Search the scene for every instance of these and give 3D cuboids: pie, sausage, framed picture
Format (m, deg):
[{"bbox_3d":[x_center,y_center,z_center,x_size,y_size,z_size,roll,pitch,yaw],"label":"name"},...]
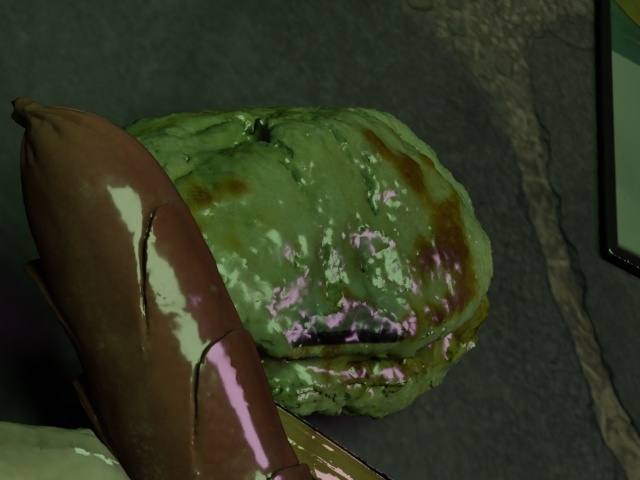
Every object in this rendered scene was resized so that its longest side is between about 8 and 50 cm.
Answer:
[{"bbox_3d":[0.000,0.000,0.763,0.248,0.090,0.201,-10,66,-41],"label":"pie"},{"bbox_3d":[-0.037,0.131,0.620,0.088,0.088,0.433,-28,97,-44],"label":"sausage"},{"bbox_3d":[0.313,-0.078,1.117,0.244,0.013,0.324,25,52,-26],"label":"framed picture"}]

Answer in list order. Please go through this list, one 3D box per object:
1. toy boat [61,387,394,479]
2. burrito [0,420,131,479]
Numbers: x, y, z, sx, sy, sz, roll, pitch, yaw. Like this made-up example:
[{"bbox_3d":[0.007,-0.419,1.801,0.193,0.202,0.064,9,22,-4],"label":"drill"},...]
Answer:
[{"bbox_3d":[-0.035,0.120,0.694,0.206,0.064,0.072,33,68,-16],"label":"toy boat"},{"bbox_3d":[-0.177,0.135,0.540,0.299,0.105,0.143,15,67,-33],"label":"burrito"}]
